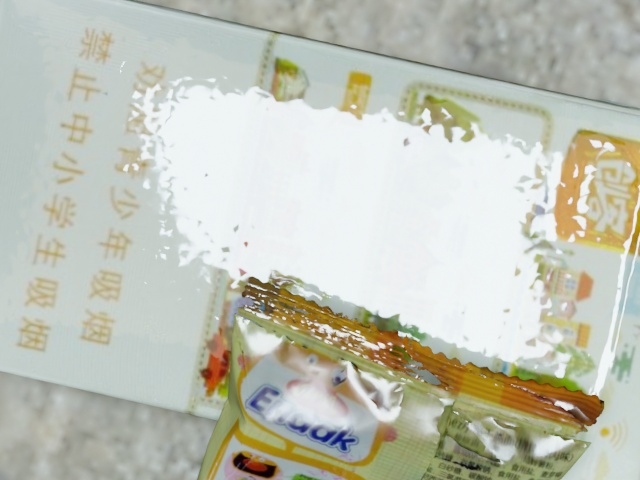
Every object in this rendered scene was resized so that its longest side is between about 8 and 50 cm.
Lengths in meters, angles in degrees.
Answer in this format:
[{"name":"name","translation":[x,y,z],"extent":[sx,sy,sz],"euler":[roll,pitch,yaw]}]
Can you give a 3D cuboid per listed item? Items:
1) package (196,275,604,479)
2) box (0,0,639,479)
[{"name":"package","translation":[0.012,0.077,0.585],"extent":[0.108,0.031,0.121],"euler":[19,123,-3]},{"name":"box","translation":[0.000,0.000,0.606],"extent":[0.220,0.032,0.122],"euler":[13,91,3]}]
